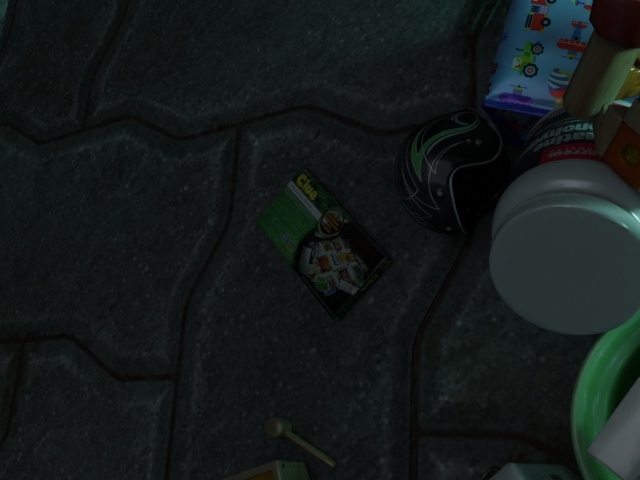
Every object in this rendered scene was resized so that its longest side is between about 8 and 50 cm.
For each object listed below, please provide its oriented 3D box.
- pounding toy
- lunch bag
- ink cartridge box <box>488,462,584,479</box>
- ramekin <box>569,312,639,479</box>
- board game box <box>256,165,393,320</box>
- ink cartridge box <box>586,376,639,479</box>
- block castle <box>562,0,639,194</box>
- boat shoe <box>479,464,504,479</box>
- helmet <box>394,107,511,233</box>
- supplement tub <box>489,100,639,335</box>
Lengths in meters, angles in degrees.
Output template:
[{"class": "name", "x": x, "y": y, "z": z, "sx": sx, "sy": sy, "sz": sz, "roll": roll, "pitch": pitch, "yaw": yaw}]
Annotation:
[{"class": "pounding toy", "x": -0.070, "y": 0.370, "z": 1.176, "sx": 0.181, "sy": 0.094, "sz": 0.206, "roll": -27, "pitch": 61, "yaw": 26}, {"class": "lunch bag", "x": 0.398, "y": -0.239, "z": 1.044, "sx": 0.293, "sy": 0.138, "sz": 0.221, "roll": 13, "pitch": 79, "yaw": 29}, {"class": "ink cartridge box", "x": 0.278, "y": 0.351, "z": 0.820, "sx": 0.114, "sy": 0.272, "sz": 0.197, "roll": -48, "pitch": 53, "yaw": 17}, {"class": "ramekin", "x": 0.442, "y": 0.206, "z": 0.829, "sx": 0.303, "sy": 0.148, "sz": 0.304, "roll": -13, "pitch": 67, "yaw": 32}, {"class": "board game box", "x": 0.000, "y": 0.000, "z": 1.298, "sx": 0.136, "sy": 0.030, "sz": 0.260, "roll": -50, "pitch": 53, "yaw": 14}, {"class": "ink cartridge box", "x": 0.327, "y": 0.194, "z": 0.728, "sx": 0.090, "sy": 0.143, "sz": 0.092, "roll": 36, "pitch": 96, "yaw": 38}, {"class": "block castle", "x": 0.486, "y": -0.125, "z": 0.738, "sx": 0.453, "sy": 0.302, "sz": 0.213, "roll": 55, "pitch": 149, "yaw": 33}, {"class": "boat shoe", "x": 0.208, "y": 0.367, "z": 1.004, "sx": 0.056, "sy": 0.049, "sz": 0.152, "roll": 18, "pitch": 85, "yaw": 39}, {"class": "helmet", "x": 0.186, "y": -0.095, "z": 1.113, "sx": 0.161, "sy": 0.169, "sz": 0.169, "roll": -36, "pitch": 55, "yaw": 2}, {"class": "supplement tub", "x": 0.312, "y": -0.037, "z": 0.910, "sx": 0.191, "sy": 0.191, "sz": 0.272, "roll": -11, "pitch": 26, "yaw": 32}]
